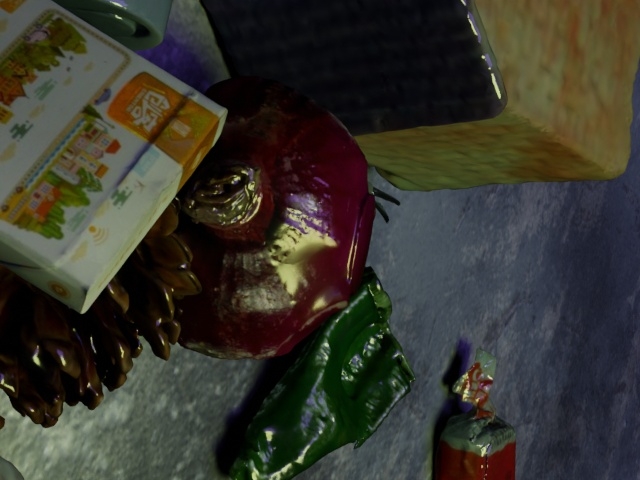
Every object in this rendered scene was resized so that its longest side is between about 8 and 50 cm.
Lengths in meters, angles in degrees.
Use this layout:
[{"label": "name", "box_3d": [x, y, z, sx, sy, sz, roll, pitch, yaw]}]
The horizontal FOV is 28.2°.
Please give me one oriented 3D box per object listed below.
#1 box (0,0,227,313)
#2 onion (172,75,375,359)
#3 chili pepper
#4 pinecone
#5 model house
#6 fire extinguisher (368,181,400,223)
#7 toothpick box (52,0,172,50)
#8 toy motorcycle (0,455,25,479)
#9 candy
[{"label": "box", "box_3d": [-0.164, -0.073, 0.564, 0.122, 0.220, 0.032, -57, 178, -35]}, {"label": "onion", "box_3d": [-0.030, -0.011, 0.750, 0.198, 0.135, 0.173, 175, -71, -84]}, {"label": "chili pepper", "box_3d": [0.003, 0.104, 0.948, 0.216, 0.062, 0.108, -46, 124, -42]}, {"label": "pinecone", "box_3d": [-0.147, 0.020, 0.631, 0.173, 0.173, 0.173, -12, 104, -55]}, {"label": "model house", "box_3d": [0.079, -0.211, 0.873, 0.280, 0.245, 0.312, 19, 78, -47]}, {"label": "fire extinguisher", "box_3d": [0.000, 0.000, 0.943, 0.064, 0.043, 0.158, 40, 50, -1]}, {"label": "toothpick box", "box_3d": [-0.118, -0.190, 0.688, 0.101, 0.101, 0.153, 24, 75, -55]}, {"label": "toy motorcycle", "box_3d": [-0.230, 0.067, 0.445, 0.319, 0.241, 0.182, 46, 64, -47]}, {"label": "candy", "box_3d": [0.144, 0.245, 1.176, 0.086, 0.059, 0.292, -14, 107, -56]}]
